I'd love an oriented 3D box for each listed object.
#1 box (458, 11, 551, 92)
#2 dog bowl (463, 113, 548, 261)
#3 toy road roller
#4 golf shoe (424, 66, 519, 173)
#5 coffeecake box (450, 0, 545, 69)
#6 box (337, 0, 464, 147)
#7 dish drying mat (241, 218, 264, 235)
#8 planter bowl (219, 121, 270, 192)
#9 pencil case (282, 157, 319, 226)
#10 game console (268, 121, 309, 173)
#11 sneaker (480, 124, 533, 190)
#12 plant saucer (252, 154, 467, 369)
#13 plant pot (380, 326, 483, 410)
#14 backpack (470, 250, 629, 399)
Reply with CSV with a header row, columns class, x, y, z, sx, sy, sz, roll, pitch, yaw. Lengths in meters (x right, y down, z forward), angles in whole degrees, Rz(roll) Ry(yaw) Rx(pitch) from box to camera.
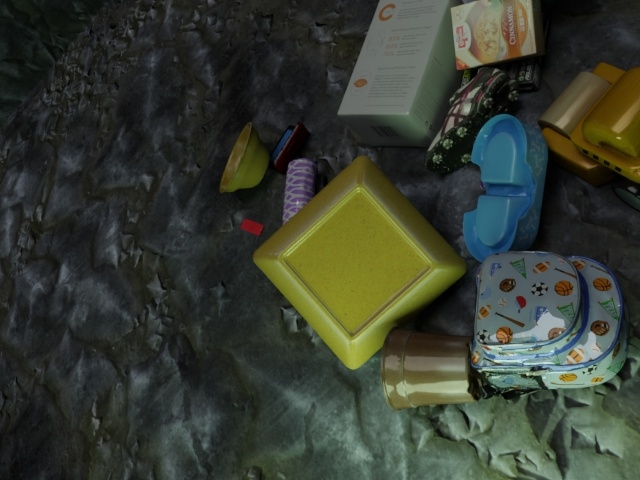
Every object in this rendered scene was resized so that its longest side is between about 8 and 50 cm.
class,x,y,z,sx,sy,sz,roll,pitch,yaw
box,0.432,-0.433,1.558,0.184,0.045,0.190,1,69,40
dog bowl,0.376,-0.101,1.335,0.166,0.074,0.297,-165,80,-65
toy road roller,0.549,-0.225,1.224,0.202,0.240,0.329,-50,47,5
golf shoe,0.331,-0.272,1.514,0.273,0.105,0.120,-49,36,15
coffeecake box,0.397,-0.471,1.488,0.185,0.068,0.142,-3,98,37
box,0.219,-0.418,1.628,0.215,0.168,0.345,10,74,41
dish drying mat,-0.191,-0.037,1.855,0.083,0.008,0.032,20,81,41
planter bowl,-0.203,-0.218,1.879,0.217,0.090,0.217,-56,21,35
pencil case,-0.051,-0.115,1.733,0.086,0.088,0.206,-9,62,31
game console,-0.107,-0.270,1.862,0.085,0.124,0.144,30,88,16
sneaker,0.400,-0.181,1.432,0.170,0.071,0.068,-53,47,3
plant saucer,0.075,0.045,1.358,0.333,0.081,0.333,-43,85,4
plant pot,0.224,0.252,1.292,0.165,0.167,0.167,-4,65,28
backpack,0.407,0.138,1.182,0.263,0.213,0.276,-3,63,25
